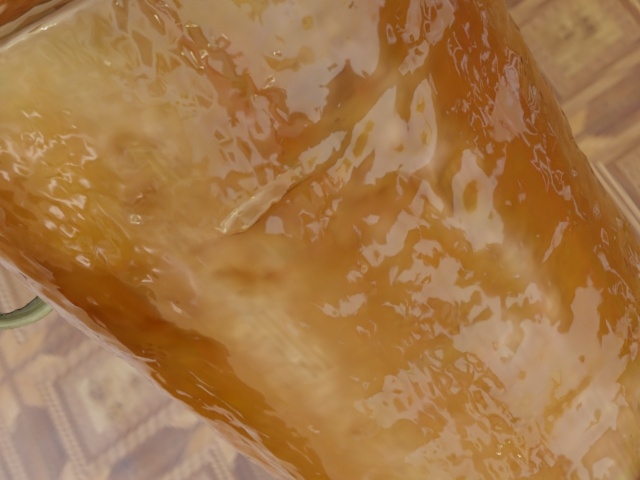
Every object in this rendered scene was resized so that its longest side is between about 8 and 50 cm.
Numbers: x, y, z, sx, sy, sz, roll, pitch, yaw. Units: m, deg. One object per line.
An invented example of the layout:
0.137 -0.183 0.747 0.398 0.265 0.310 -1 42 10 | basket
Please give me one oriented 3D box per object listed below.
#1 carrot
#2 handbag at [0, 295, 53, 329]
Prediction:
0.000 0.000 0.525 0.196 0.254 0.196 -31 22 14 | carrot
-0.280 -0.067 0.991 0.315 0.109 0.241 44 87 5 | handbag
